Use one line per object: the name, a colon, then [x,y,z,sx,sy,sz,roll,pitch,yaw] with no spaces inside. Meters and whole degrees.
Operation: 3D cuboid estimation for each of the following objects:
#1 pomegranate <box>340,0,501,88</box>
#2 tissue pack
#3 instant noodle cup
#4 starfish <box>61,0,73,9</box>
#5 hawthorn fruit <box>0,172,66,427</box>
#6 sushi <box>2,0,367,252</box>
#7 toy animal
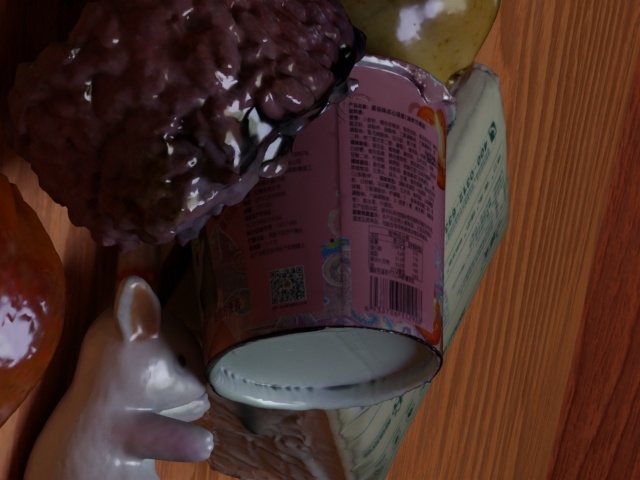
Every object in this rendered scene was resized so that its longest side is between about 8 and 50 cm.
pomegranate: [0.051,-0.216,1.698,0.233,0.233,0.233,-55,156,-39]
tissue pack: [0.023,0.032,1.878,0.380,0.207,0.297,-61,158,-27]
instant noodle cup: [0.000,0.000,1.605,0.243,0.243,0.231,64,21,-65]
starfish: [-0.067,-0.358,1.451,0.432,0.082,0.324,-29,139,-60]
hawthorn fruit: [-0.267,0.068,1.102,0.299,0.211,0.211,-64,161,-8]
sushi: [-0.090,-0.106,1.412,0.236,0.171,0.270,-49,177,29]
toy animal: [-0.142,0.124,1.603,0.140,0.138,0.282,-142,-107,-74]
